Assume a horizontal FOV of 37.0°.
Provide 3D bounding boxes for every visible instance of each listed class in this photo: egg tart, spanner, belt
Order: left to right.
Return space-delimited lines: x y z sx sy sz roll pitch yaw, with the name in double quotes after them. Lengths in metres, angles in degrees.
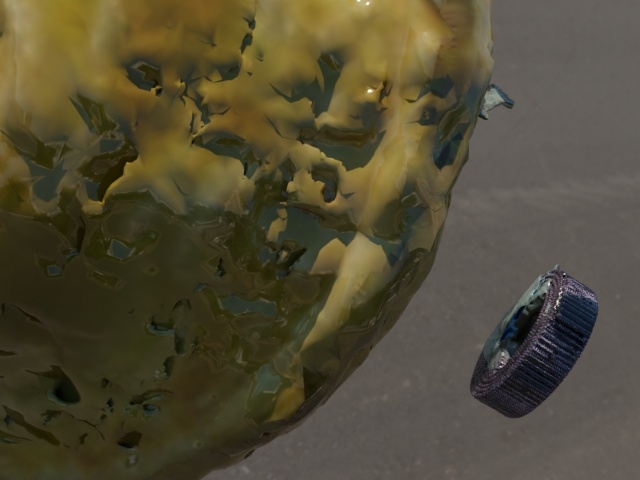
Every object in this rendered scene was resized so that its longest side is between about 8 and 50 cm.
-0.147 -0.089 0.451 0.443 0.443 0.178 56 20 17 "egg tart"
0.287 -0.239 1.635 0.071 0.017 0.302 42 22 10 "spanner"
0.415 0.205 1.868 0.122 0.325 0.260 29 37 -4 "belt"
